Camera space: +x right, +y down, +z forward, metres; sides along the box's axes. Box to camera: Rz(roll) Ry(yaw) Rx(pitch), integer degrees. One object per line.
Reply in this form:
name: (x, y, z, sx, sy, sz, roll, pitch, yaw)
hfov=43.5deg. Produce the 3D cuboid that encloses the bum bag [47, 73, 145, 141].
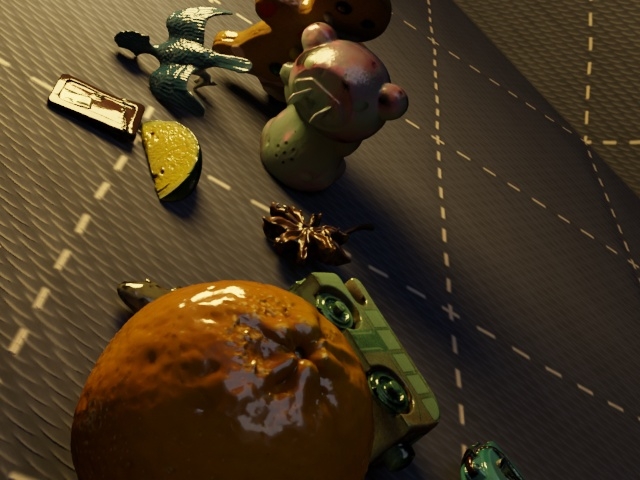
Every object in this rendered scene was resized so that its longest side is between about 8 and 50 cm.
bum bag: (-0.391, -0.234, 1.405, 0.159, 0.026, 0.109, 23, 35, -15)

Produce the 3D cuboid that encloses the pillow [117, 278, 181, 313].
pillow: (-0.179, 0.124, 1.148, 0.241, 0.051, 0.093, 38, 38, 0)

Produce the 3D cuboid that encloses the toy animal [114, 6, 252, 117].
toy animal: (-0.266, -0.355, 1.565, 0.176, 0.255, 0.239, 29, 67, -60)

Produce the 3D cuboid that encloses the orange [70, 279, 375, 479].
orange: (-0.099, 0.203, 0.906, 0.340, 0.293, 0.341, 24, 37, -20)

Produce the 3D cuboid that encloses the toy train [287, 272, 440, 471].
toy train: (0.056, 0.199, 1.225, 0.159, 0.129, 0.326, 4, 46, -51)

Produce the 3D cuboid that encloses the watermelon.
watermelon: (-0.247, -0.150, 1.394, 0.092, 0.075, 0.181, 8, 45, -33)

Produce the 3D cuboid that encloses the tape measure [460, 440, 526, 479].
tape measure: (0.274, 0.386, 1.248, 0.146, 0.081, 0.125, 51, 17, 13)

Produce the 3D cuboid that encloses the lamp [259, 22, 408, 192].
lamp: (-0.004, -0.239, 1.534, 0.247, 0.301, 0.247, 46, 36, 10)

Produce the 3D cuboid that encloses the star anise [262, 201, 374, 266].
star anise: (0.003, -0.001, 1.452, 0.233, 0.073, 0.177, 9, 32, -14)

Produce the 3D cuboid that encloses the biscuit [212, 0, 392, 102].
biscuit: (-0.032, -0.397, 1.610, 0.283, 0.432, 0.064, 28, 63, -34)
